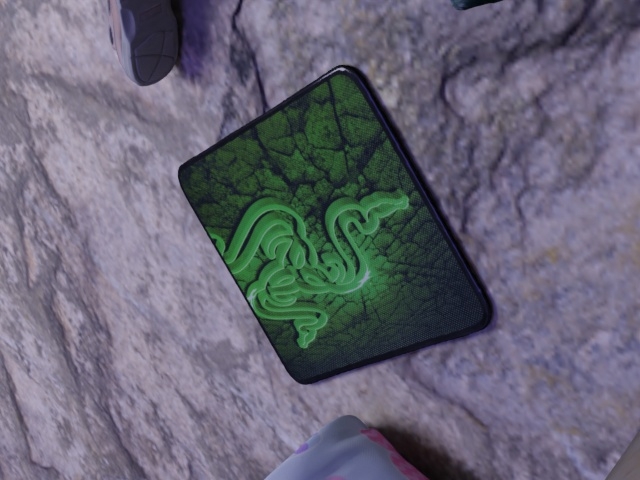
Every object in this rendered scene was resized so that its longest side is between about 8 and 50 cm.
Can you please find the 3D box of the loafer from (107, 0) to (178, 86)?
[{"bbox_3d":[-0.100,-0.141,0.721,0.039,0.045,0.125,42,143,30],"label":"loafer"}]

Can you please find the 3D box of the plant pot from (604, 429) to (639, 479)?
[{"bbox_3d":[0.194,0.124,0.366,0.333,0.305,0.334,28,134,33],"label":"plant pot"}]

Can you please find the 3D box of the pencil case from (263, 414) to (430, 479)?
[{"bbox_3d":[0.073,0.216,0.724,0.273,0.113,0.124,36,147,25],"label":"pencil case"}]

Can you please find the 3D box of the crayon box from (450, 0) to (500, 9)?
[{"bbox_3d":[0.103,-0.203,0.279,0.318,0.081,0.202,-29,79,61],"label":"crayon box"}]

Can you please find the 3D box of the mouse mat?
[{"bbox_3d":[0.000,0.000,0.739,0.189,0.007,0.153,-25,96,53],"label":"mouse mat"}]
